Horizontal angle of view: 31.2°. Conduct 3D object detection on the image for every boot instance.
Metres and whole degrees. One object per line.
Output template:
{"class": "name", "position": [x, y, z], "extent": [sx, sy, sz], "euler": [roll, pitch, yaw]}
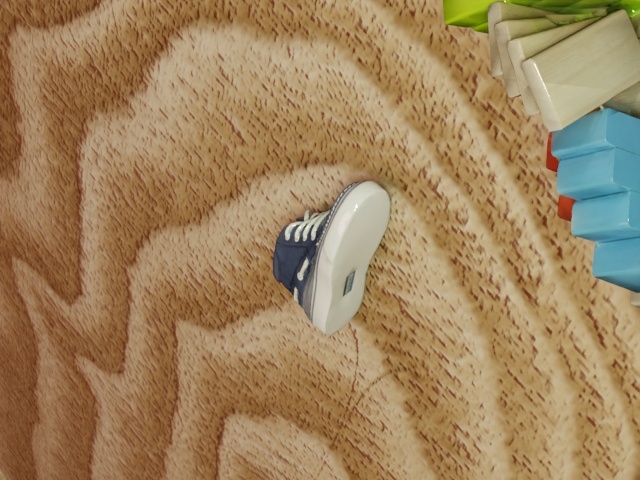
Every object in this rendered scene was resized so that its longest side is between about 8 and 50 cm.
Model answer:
{"class": "boot", "position": [0.000, 0.000, 1.002], "extent": [0.086, 0.069, 0.190], "euler": [43, 144, 23]}

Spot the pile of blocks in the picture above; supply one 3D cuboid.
{"class": "pile of blocks", "position": [0.151, -0.070, 0.676], "extent": [0.113, 0.149, 0.362], "euler": [-12, 103, 56]}
